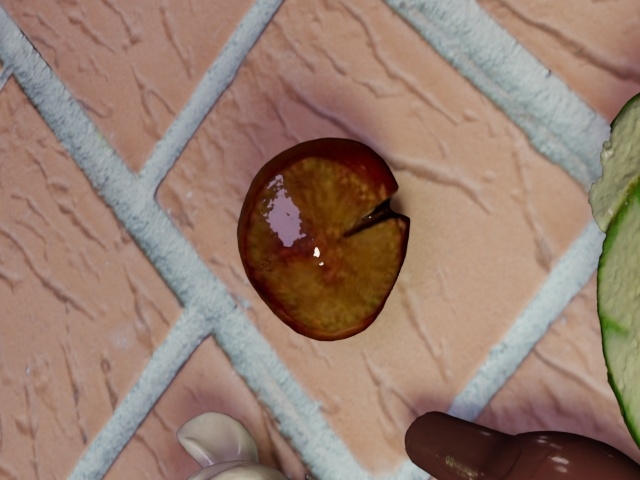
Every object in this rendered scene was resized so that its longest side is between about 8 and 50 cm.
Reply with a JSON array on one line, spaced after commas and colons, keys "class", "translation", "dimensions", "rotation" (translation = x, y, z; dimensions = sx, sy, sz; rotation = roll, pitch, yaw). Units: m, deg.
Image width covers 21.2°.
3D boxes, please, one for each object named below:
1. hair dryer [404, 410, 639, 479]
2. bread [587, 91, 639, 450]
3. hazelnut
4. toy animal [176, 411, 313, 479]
[{"class": "hair dryer", "translation": [0.171, 0.330, 1.509], "dimensions": [0.312, 0.123, 0.340], "rotation": [11, 94, 56]}, {"class": "bread", "translation": [0.348, 0.011, 1.372], "dimensions": [0.382, 0.129, 0.366], "rotation": [43, 113, 55]}, {"class": "hazelnut", "translation": [0.000, 0.000, 1.727], "dimensions": [0.178, 0.178, 0.204], "rotation": [-5, 103, 43]}, {"class": "toy animal", "translation": [-0.072, 0.316, 1.693], "dimensions": [0.325, 0.154, 0.208], "rotation": [-131, 47, -63]}]
